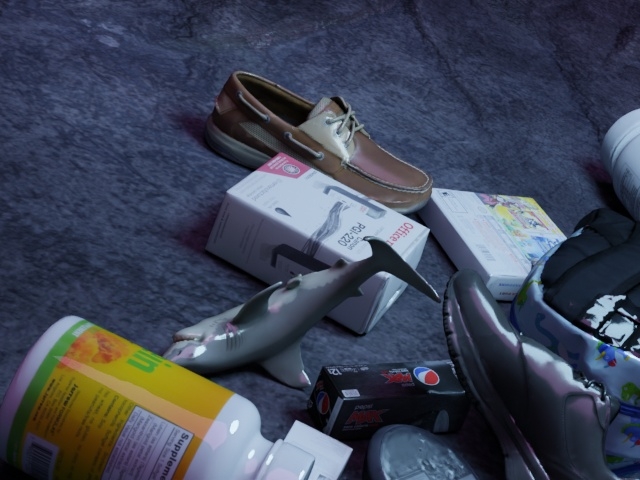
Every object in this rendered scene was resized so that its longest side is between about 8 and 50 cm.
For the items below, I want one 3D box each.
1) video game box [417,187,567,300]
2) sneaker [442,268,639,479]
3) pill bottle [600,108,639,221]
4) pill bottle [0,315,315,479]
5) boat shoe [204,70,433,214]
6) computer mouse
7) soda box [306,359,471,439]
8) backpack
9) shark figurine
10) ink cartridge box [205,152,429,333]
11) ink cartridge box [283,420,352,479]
[{"bbox_3d":[0.252,0.006,1.609,0.187,0.048,0.205,2,34,-26],"label":"video game box"},{"bbox_3d":[0.208,0.150,1.130,0.286,0.130,0.109,66,7,15],"label":"sneaker"},{"bbox_3d":[0.546,-0.079,1.820,0.160,0.160,0.283,8,32,-21],"label":"pill bottle"},{"bbox_3d":[-0.135,0.173,1.000,0.245,0.136,0.136,25,30,7],"label":"pill bottle"},{"bbox_3d":[0.002,-0.131,1.594,0.324,0.116,0.123,21,32,4],"label":"boat shoe"},{"bbox_3d":[0.116,0.288,1.050,0.188,0.072,0.272,-6,51,-42],"label":"computer mouse"},{"bbox_3d":[0.075,0.163,1.226,0.168,0.060,0.053,1,34,-30],"label":"soda box"},{"bbox_3d":[0.334,0.119,1.307,0.290,0.273,0.355,35,13,16],"label":"backpack"},{"bbox_3d":[-0.016,0.089,1.224,0.166,0.278,0.116,-4,69,-85],"label":"shark figurine"},{"bbox_3d":[0.000,0.000,1.416,0.217,0.092,0.158,29,31,11],"label":"ink cartridge box"},{"bbox_3d":[-0.018,0.220,1.106,0.062,0.029,0.115,26,31,7],"label":"ink cartridge box"}]
